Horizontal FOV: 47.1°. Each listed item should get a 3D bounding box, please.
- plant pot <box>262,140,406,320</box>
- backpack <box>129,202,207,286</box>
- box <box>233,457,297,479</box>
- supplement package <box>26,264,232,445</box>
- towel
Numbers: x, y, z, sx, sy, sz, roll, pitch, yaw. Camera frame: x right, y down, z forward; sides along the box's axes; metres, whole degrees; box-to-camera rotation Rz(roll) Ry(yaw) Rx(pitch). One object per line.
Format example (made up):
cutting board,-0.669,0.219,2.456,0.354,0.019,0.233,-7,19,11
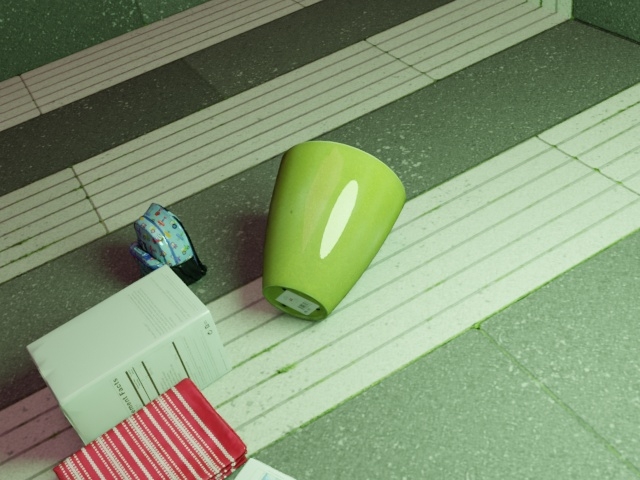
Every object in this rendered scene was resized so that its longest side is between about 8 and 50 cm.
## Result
plant pot,0.000,0.000,1.471,0.275,0.274,0.293,7,59,24
backpack,-0.344,0.013,1.594,0.117,0.173,0.158,-35,44,-24
box,-0.108,0.442,1.061,0.103,0.114,0.203,17,49,30
supplement package,-0.345,0.217,1.349,0.293,0.175,0.177,-32,45,-21
towel,-0.281,0.370,1.229,0.275,0.031,0.199,-33,57,-22
